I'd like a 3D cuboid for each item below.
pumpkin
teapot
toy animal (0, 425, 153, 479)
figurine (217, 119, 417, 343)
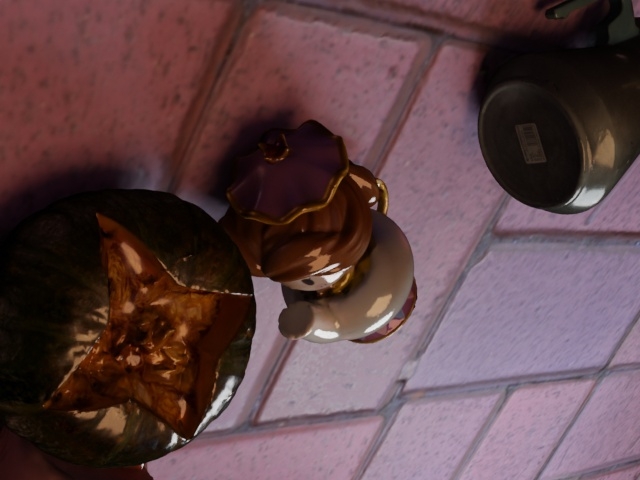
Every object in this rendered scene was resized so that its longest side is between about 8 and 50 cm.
[{"bbox_3d":[-0.168,0.070,0.969,0.237,0.159,0.238,-10,108,-32],"label":"pumpkin"},{"bbox_3d":[0.284,-0.153,1.236,0.225,0.171,0.203,-29,111,-33],"label":"teapot"},{"bbox_3d":[-0.257,0.262,1.077,0.195,0.169,0.281,32,110,-11],"label":"toy animal"},{"bbox_3d":[0.000,0.000,1.104,0.263,0.142,0.190,48,55,-53],"label":"figurine"}]
